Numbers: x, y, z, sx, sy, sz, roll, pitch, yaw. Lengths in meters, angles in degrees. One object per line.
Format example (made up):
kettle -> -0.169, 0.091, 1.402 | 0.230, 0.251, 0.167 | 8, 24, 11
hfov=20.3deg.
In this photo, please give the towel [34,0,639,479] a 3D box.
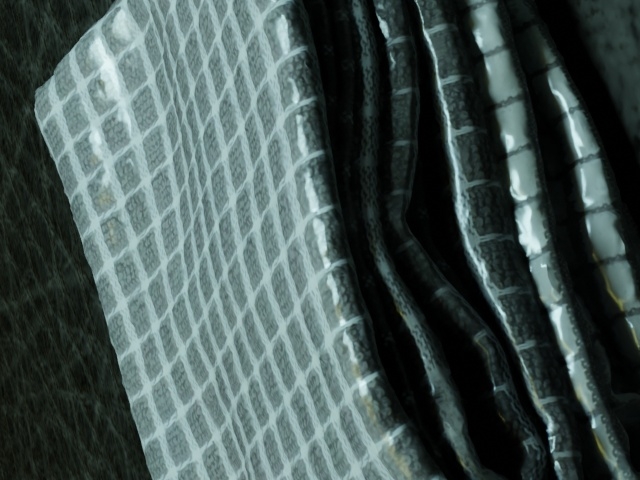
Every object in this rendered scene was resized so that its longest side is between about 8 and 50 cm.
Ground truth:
towel -> 0.000, 0.000, 0.623 | 0.235, 0.121, 0.284 | 124, 131, -60
